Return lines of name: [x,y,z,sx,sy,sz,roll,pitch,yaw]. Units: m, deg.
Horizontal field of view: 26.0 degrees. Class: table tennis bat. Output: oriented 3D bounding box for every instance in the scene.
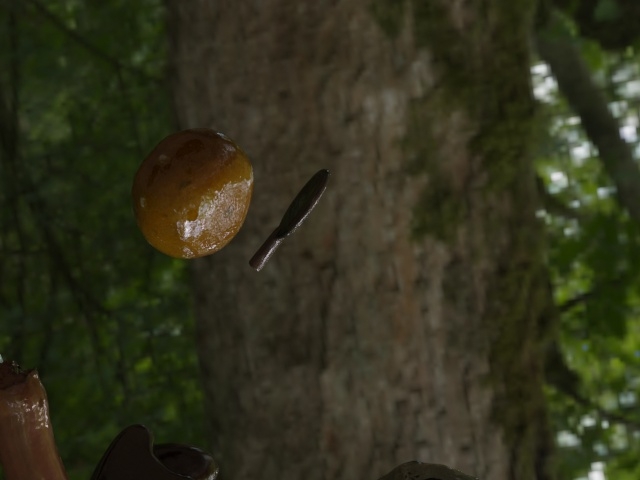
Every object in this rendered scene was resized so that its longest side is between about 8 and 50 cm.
table tennis bat: [0.000,0.000,1.883,0.170,0.119,0.107,-51,-168,16]

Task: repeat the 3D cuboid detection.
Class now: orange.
orange: [-0.151,-0.056,1.606,0.124,0.156,0.156,24,-152,29]

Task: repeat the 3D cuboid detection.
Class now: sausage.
sausage: [-0.276,0.265,1.417,0.078,0.304,0.078,-18,-169,3]

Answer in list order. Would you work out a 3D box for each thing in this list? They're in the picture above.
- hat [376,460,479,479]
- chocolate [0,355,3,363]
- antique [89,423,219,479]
hat: [0.082,0.332,1.247,0.161,0.232,0.275,-27,161,-51]
chocolate: [-0.473,0.171,1.434,0.291,0.110,0.110,-25,-165,-21]
antique: [-0.233,0.318,1.588,0.257,0.121,0.143,-39,161,-13]
